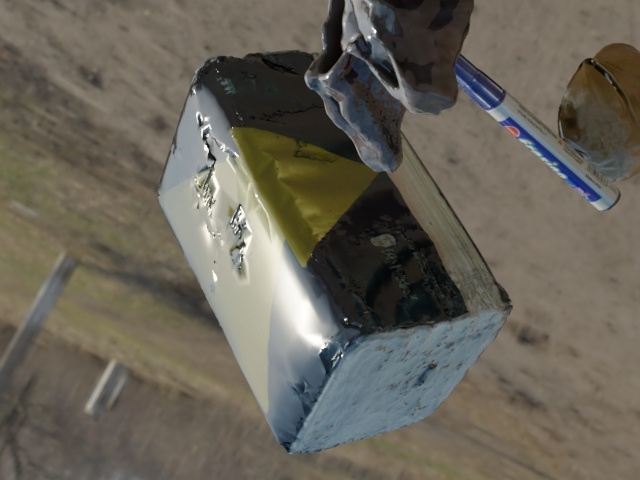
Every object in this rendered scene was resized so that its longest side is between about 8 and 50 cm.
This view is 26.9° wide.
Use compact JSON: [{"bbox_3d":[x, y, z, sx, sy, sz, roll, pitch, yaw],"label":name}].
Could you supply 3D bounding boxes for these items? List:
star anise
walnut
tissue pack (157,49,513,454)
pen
[{"bbox_3d":[0.026,-0.148,0.556,0.063,0.208,0.172,-1,161,-15],"label":"star anise"},{"bbox_3d":[0.380,-0.146,1.661,0.087,0.167,0.211,29,167,36],"label":"walnut"},{"bbox_3d":[0.000,0.000,1.582,0.416,0.253,0.264,62,144,27],"label":"tissue pack"},{"bbox_3d":[0.165,-0.087,1.062,0.204,0.025,0.025,36,167,-25],"label":"pen"}]
